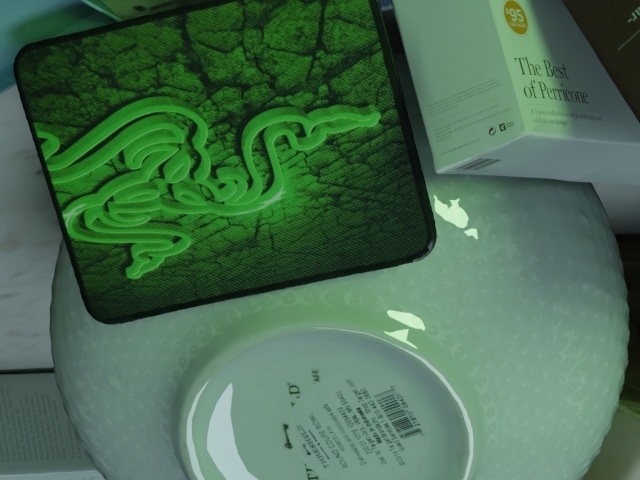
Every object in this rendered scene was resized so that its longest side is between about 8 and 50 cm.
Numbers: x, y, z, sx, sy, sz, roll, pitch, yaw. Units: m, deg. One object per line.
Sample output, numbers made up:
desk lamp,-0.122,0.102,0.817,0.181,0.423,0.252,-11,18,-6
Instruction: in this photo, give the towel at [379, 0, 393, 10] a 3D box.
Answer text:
towel,0.053,-0.195,0.879,0.209,0.034,0.285,-14,155,-4

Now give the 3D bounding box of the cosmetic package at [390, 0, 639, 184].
cosmetic package,0.134,-0.086,1.016,0.060,0.098,0.239,-24,167,34

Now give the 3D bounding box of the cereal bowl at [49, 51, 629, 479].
cereal bowl,0.006,0.071,1.084,0.339,0.141,0.339,3,122,4

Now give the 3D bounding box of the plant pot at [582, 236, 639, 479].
plant pot,0.209,0.161,1.438,0.323,0.323,0.280,-4,137,-24

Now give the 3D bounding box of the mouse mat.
mouse mat,-0.048,-0.044,0.967,0.190,0.152,0.007,-12,-165,13

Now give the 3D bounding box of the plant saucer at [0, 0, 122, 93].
plant saucer,-0.196,-0.085,0.986,0.192,0.018,0.067,-25,153,23

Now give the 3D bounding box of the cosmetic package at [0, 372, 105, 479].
cosmetic package,-0.248,0.152,1.376,0.231,0.085,0.117,2,150,-29

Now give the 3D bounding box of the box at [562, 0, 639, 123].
box,0.242,-0.110,0.914,0.167,0.203,0.168,-43,156,31
